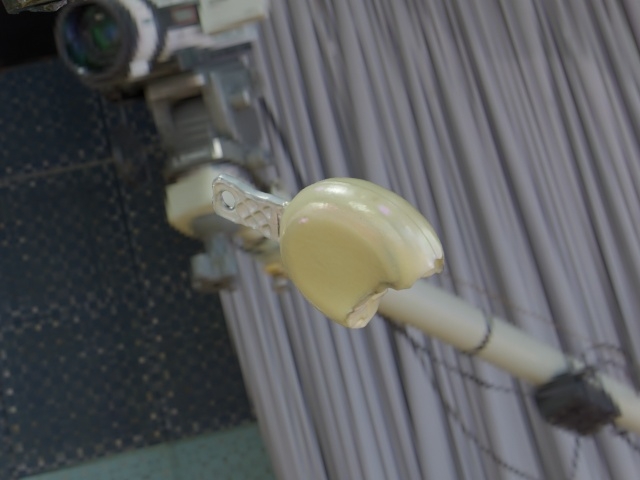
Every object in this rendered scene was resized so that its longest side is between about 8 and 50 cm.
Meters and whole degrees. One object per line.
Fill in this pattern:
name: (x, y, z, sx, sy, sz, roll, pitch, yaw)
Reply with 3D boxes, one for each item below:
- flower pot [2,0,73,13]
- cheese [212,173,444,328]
flower pot: (-0.257, -0.279, 1.357, 0.157, 0.107, 0.157, -13, 6, 1)
cheese: (0.000, -0.017, 1.403, 0.071, 0.249, 0.163, -39, -17, -43)
